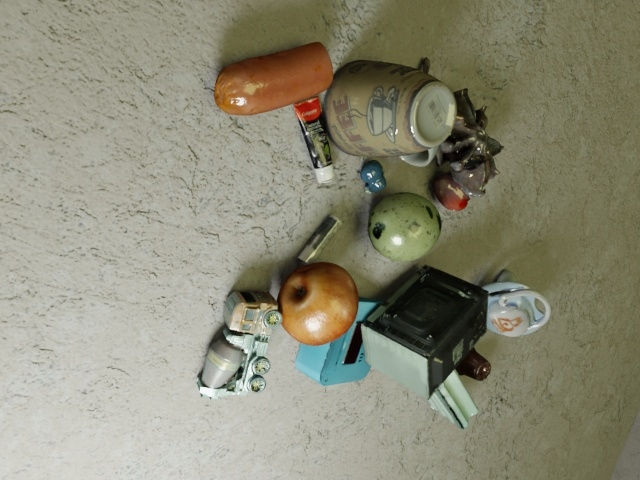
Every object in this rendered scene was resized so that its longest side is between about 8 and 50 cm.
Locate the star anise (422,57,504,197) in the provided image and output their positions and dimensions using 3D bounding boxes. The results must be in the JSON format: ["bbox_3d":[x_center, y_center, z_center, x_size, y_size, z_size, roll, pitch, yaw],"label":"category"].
[{"bbox_3d":[0.375,-0.284,1.483,0.316,0.139,0.359,6,74,-48],"label":"star anise"}]

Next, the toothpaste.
[{"bbox_3d":[-0.011,-0.229,1.267,0.071,0.045,0.193,-24,111,-29],"label":"toothpaste"}]

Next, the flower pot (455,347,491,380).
[{"bbox_3d":[0.507,0.410,1.806,0.111,0.089,0.111,-11,110,-33],"label":"flower pot"}]

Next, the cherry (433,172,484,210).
[{"bbox_3d":[0.374,-0.144,1.545,0.126,0.087,0.106,40,80,-18],"label":"cherry"}]

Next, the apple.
[{"bbox_3d":[-0.011,0.139,1.269,0.201,0.201,0.162,-52,139,-12],"label":"apple"}]

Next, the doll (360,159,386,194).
[{"bbox_3d":[0.137,-0.165,1.389,0.076,0.050,0.083,-46,124,-21],"label":"doll"}]

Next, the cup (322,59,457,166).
[{"bbox_3d":[0.188,-0.266,1.267,0.227,0.257,0.301,-53,129,-8],"label":"cup"}]

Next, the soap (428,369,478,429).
[{"bbox_3d":[0.374,0.454,1.685,0.094,0.150,0.261,-44,125,-13],"label":"soap"}]

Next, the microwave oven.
[{"bbox_3d":[0.285,0.227,1.471,0.295,0.237,0.181,-37,133,-33],"label":"microwave oven"}]

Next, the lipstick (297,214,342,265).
[{"bbox_3d":[0.000,0.000,1.343,0.141,0.040,0.040,-52,127,-11],"label":"lipstick"}]

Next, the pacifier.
[{"bbox_3d":[0.629,0.191,1.800,0.279,0.227,0.207,54,31,-34],"label":"pacifier"}]

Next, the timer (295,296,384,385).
[{"bbox_3d":[0.069,0.260,1.469,0.250,0.091,0.232,14,95,-50],"label":"timer"}]

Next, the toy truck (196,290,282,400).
[{"bbox_3d":[-0.187,0.240,1.242,0.140,0.108,0.256,10,101,-24],"label":"toy truck"}]

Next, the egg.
[{"bbox_3d":[0.223,-0.036,1.411,0.228,0.177,0.177,-7,108,-45],"label":"egg"}]

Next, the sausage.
[{"bbox_3d":[-0.097,-0.327,1.131,0.259,0.113,0.113,-26,118,-28],"label":"sausage"}]
